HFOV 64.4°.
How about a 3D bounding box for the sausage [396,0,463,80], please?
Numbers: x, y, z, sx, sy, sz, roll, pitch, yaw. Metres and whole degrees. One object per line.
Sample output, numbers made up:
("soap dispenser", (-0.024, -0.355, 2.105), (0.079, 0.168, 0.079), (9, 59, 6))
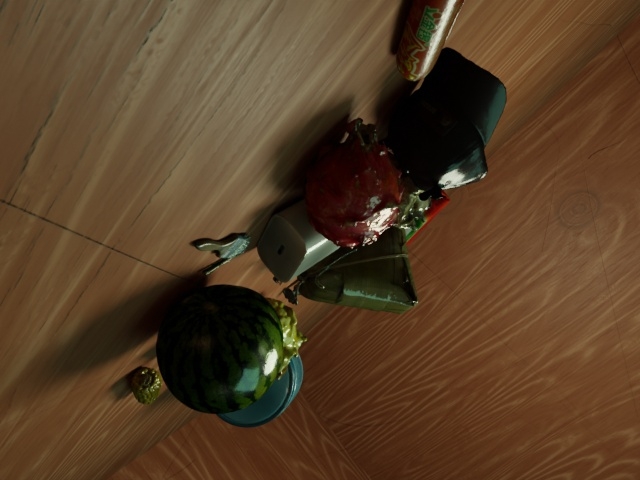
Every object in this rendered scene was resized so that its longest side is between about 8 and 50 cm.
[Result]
("sausage", (0.170, -0.333, 0.798), (0.083, 0.083, 0.264), (-39, 169, -13))

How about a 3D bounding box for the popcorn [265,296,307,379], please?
("popcorn", (-0.183, 0.320, 1.681), (0.258, 0.270, 0.224), (6, -162, 38))

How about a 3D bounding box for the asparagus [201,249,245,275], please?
("asparagus", (-0.210, 0.045, 1.110), (0.114, 0.015, 0.014), (-35, 133, -37))

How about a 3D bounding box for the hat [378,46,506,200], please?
("hat", (0.221, -0.212, 1.054), (0.209, 0.238, 0.336), (-34, 152, -20))

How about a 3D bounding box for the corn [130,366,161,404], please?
("corn", (-0.481, 0.410, 1.415), (0.080, 0.080, 0.231), (-35, 166, -28))

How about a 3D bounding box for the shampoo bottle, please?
("shampoo bottle", (-0.243, 0.520, 1.962), (0.331, 0.331, 0.342), (-41, 170, -3))

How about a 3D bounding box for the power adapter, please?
("power adapter", (-0.009, -0.032, 1.216), (0.255, 0.124, 0.187), (-33, 167, -37))

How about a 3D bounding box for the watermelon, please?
("watermelon", (-0.217, 0.236, 1.127), (0.285, 0.285, 0.285), (-39, 168, -10))

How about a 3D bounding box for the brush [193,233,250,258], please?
("brush", (-0.200, 0.011, 1.015), (0.070, 0.021, 0.196), (-43, 166, 11))

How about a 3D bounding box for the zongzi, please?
("zongzi", (0.068, 0.022, 1.505), (0.447, 0.417, 0.181), (9, 156, -19))

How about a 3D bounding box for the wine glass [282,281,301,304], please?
("wine glass", (-0.063, 0.172, 1.918), (0.155, 0.072, 0.072), (-33, 165, -34))

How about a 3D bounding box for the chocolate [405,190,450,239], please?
("chocolate", (0.311, -0.068, 1.999), (0.341, 0.161, 0.360), (-34, 167, -44))

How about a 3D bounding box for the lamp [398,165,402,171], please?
("lamp", (0.320, -0.255, 1.473), (0.283, 0.124, 0.203), (-41, 159, -16))

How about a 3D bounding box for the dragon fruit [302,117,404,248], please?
("dragon fruit", (0.069, -0.107, 1.014), (0.210, 0.205, 0.268), (-85, -176, -53))

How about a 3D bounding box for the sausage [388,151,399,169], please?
("sausage", (0.123, -0.127, 1.352), (0.102, 0.102, 0.330), (-35, 166, -27))

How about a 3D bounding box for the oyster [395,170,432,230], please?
("oyster", (0.256, -0.147, 1.312), (0.271, 0.100, 0.275), (23, 81, -64))
